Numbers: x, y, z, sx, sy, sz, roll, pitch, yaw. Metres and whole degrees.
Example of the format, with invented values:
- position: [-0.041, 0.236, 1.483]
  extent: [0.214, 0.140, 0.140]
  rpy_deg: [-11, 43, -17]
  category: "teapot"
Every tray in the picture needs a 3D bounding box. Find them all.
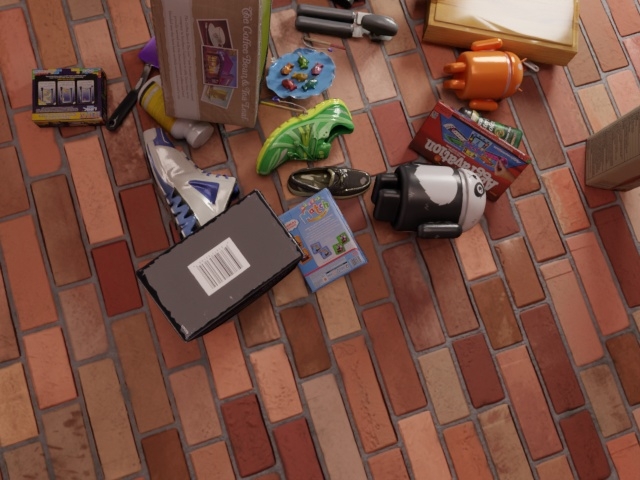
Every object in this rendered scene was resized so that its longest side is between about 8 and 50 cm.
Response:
- position: [0.504, -0.627, 1.404]
  extent: [0.411, 0.076, 0.202]
  rpy_deg: [10, 74, -2]
  category: "tray"

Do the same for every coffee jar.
- position: [0.441, -0.285, 1.359]
  extent: [0.184, 0.079, 0.096]
  rpy_deg: [22, 79, -1]
  category: "coffee jar"

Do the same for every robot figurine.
- position: [0.272, -0.105, 1.265]
  extent: [0.278, 0.173, 0.209]
  rpy_deg: [3, 88, -5]
  category: "robot figurine"
- position: [0.446, -0.447, 1.361]
  extent: [0.220, 0.128, 0.158]
  rpy_deg: [-2, 68, -6]
  category: "robot figurine"

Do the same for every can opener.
- position: [0.072, -0.602, 1.375]
  extent: [0.280, 0.093, 0.074]
  rpy_deg: [7, 81, 0]
  category: "can opener"

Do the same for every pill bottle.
- position: [-0.363, -0.322, 1.276]
  extent: [0.184, 0.103, 0.103]
  rpy_deg: [44, 80, 3]
  category: "pill bottle"

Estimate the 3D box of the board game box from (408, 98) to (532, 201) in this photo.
- position: [0.389, -0.233, 1.325]
  extent: [0.281, 0.145, 0.027]
  rpy_deg: [32, 37, 0]
  category: "board game box"

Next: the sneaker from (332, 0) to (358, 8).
- position: [0.056, -0.714, 1.409]
  extent: [0.170, 0.051, 0.089]
  rpy_deg: [30, 79, -5]
  category: "sneaker"

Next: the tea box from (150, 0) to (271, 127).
- position: [-0.230, -0.496, 1.152]
  extent: [0.220, 0.329, 0.323]
  rpy_deg: [6, 53, -5]
  category: "tea box"

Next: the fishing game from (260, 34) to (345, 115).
- position: [-0.054, -0.445, 1.319]
  extent: [0.189, 0.041, 0.264]
  rpy_deg: [22, 67, 19]
  category: "fishing game"

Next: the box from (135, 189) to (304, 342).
- position: [-0.208, 0.066, 1.130]
  extent: [0.296, 0.294, 0.182]
  rpy_deg: [-36, 88, -10]
  category: "box"

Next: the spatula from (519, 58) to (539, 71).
- position: [0.555, -0.594, 1.453]
  extent: [0.242, 0.019, 0.168]
  rpy_deg: [36, 74, 1]
  category: "spatula"

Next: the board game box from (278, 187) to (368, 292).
- position: [0.000, 0.000, 1.264]
  extent: [0.160, 0.039, 0.211]
  rpy_deg: [-30, 85, 13]
  category: "board game box"

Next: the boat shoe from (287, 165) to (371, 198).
- position: [0.026, -0.153, 1.300]
  extent: [0.224, 0.073, 0.080]
  rpy_deg: [-1, 81, -6]
  category: "boat shoe"

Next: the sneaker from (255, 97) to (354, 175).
- position: [-0.037, -0.253, 1.293]
  extent: [0.295, 0.109, 0.123]
  rpy_deg: [-36, 82, -10]
  category: "sneaker"

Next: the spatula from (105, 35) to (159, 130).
- position: [-0.473, -0.408, 1.316]
  extent: [0.084, 0.030, 0.296]
  rpy_deg: [28, 79, -3]
  category: "spatula"

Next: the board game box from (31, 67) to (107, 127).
- position: [-0.638, -0.364, 1.285]
  extent: [0.170, 0.048, 0.141]
  rpy_deg: [-3, 83, -6]
  category: "board game box"

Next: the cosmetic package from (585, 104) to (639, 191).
- position: [0.819, -0.239, 1.277]
  extent: [0.129, 0.296, 0.153]
  rpy_deg: [9, 80, -3]
  category: "cosmetic package"

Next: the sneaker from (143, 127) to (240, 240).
- position: [-0.306, -0.135, 1.253]
  extent: [0.182, 0.127, 0.315]
  rpy_deg: [-23, 78, -22]
  category: "sneaker"
